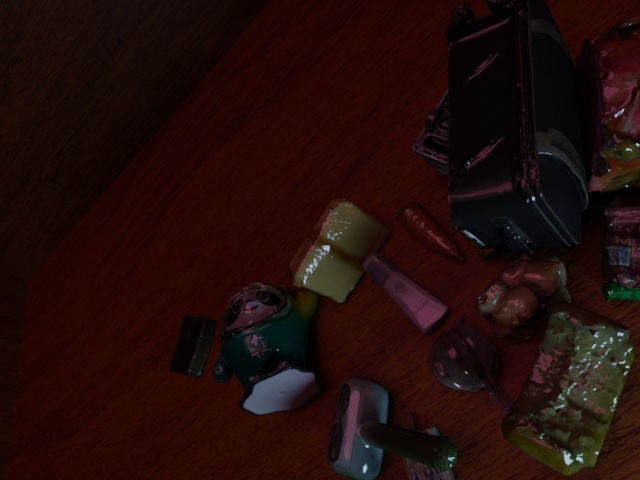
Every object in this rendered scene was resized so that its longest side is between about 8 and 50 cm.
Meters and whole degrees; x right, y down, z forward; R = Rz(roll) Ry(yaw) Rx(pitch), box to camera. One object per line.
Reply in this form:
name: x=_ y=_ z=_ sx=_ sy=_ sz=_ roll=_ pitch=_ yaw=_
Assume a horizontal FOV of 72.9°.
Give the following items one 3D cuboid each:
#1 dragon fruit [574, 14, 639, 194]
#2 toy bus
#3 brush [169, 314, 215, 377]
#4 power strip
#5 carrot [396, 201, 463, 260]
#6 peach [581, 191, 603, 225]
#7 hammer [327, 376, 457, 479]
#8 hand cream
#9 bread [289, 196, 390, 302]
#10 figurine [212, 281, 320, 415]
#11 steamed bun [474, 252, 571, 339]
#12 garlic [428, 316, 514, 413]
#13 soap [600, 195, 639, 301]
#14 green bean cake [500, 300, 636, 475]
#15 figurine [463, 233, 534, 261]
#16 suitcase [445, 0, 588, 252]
dragon fruit: x=0.593 y=-0.241 z=0.734 sx=0.263 sy=0.296 sz=0.313 roll=-1 pitch=78 yaw=24
toy bus: x=0.354 y=-0.288 z=1.045 sx=0.134 sy=0.165 sz=0.275 roll=32 pitch=91 yaw=30
brush: x=-0.429 y=0.350 z=1.449 sx=0.123 sy=0.059 sz=0.197 roll=-2 pitch=67 yaw=38
power strip: x=0.221 y=0.475 z=0.855 sx=0.092 sy=0.034 sz=0.267 roll=-32 pitch=51 yaw=24
carrot: x=0.273 y=-0.016 z=1.049 sx=0.072 sy=0.072 sz=0.205 roll=-49 pitch=52 yaw=9
peach: x=0.473 y=-0.128 z=0.932 sx=0.189 sy=0.068 sz=0.279 roll=-52 pitch=46 yaw=9
hammer: x=0.141 y=0.387 z=0.857 sx=0.336 sy=0.119 sz=0.206 roll=-18 pitch=57 yaw=56
hand cream: x=0.197 y=0.119 z=1.048 sx=0.079 sy=0.048 sz=0.255 roll=-51 pitch=47 yaw=6
bread: x=0.000 y=0.000 z=1.187 sx=0.263 sy=0.198 sz=0.236 roll=-57 pitch=38 yaw=0
figurine: x=-0.140 y=0.264 z=1.154 sx=0.324 sy=0.231 sz=0.340 roll=-22 pitch=43 yaw=0
steamed bun: x=0.394 y=0.108 z=0.813 sx=0.192 sy=0.177 sz=0.106 roll=-42 pitch=56 yaw=1
garlic: x=0.297 y=0.256 z=0.856 sx=0.131 sy=0.127 sz=0.194 roll=-37 pitch=69 yaw=16
soap: x=0.619 y=0.028 z=0.705 sx=0.274 sy=0.098 sz=0.217 roll=0 pitch=68 yaw=40
green bean cake: x=0.401 y=0.236 z=0.693 sx=0.124 sy=0.233 sz=0.235 roll=20 pitch=83 yaw=38
figurine: x=0.365 y=-0.013 z=0.931 sx=0.095 sy=0.115 sz=0.156 roll=-46 pitch=44 yaw=-2
suitcase: x=0.344 y=-0.192 z=0.763 sx=0.194 sy=0.283 sz=0.433 roll=-8 pitch=67 yaw=40
